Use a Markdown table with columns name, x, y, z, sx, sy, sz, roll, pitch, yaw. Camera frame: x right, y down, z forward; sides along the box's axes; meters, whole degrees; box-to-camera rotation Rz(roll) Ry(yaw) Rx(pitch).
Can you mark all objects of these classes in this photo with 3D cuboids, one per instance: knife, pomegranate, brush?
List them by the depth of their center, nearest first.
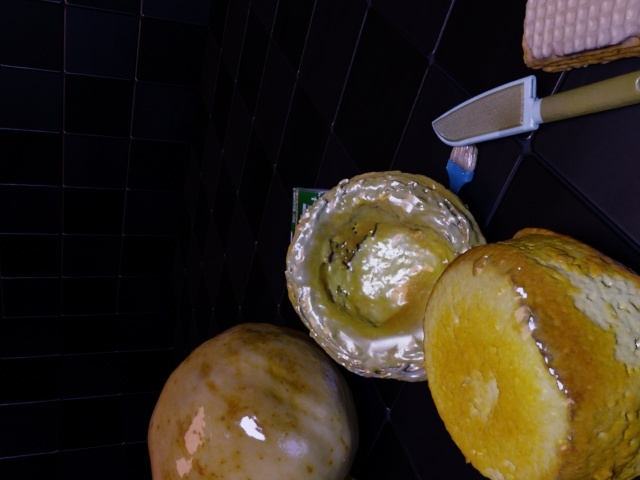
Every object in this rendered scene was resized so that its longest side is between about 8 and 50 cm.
| name | x | y | z | sx | sy | sz | roll | pitch | yaw |
| --- | --- | --- | --- | --- | --- | --- | --- | --- | --- |
| knife | 0.232 | -0.151 | 0.665 | 0.343 | 0.027 | 0.061 | -2 | 87 | 64 |
| brush | 0.178 | -0.056 | 0.807 | 0.051 | 0.014 | 0.164 | -125 | 41 | -56 |
| pomegranate | -0.091 | 0.348 | 1.043 | 0.410 | 0.409 | 0.411 | -179 | 90 | -67 |

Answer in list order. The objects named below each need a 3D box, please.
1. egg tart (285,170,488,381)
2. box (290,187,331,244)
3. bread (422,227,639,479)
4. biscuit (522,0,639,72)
| name | x | y | z | sx | sy | sz | roll | pitch | yaw |
| --- | --- | --- | --- | --- | --- | --- | --- | --- | --- |
| egg tart | 0.096 | 0.046 | 0.784 | 0.118 | 0.288 | 0.289 | -1 | -88 | -69 |
| box | 0.000 | 0.000 | 1.140 | 0.135 | 0.081 | 0.199 | -163 | 73 | -66 |
| bread | 0.206 | 0.117 | 0.575 | 0.268 | 0.145 | 0.269 | 176 | 90 | -69 |
| biscuit | 0.303 | -0.205 | 0.470 | 0.378 | 0.054 | 0.094 | -164 | 77 | -66 |
